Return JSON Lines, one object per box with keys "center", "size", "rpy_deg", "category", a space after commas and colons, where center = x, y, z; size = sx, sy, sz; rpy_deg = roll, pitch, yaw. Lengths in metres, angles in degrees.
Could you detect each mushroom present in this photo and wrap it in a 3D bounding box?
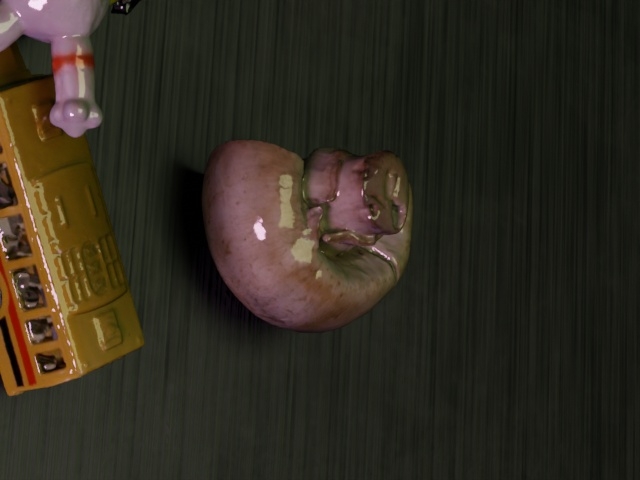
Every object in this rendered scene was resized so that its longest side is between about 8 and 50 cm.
{"center": [0.000, 0.000, 1.928], "size": [0.253, 0.195, 0.189], "rpy_deg": [6, 82, -48], "category": "mushroom"}

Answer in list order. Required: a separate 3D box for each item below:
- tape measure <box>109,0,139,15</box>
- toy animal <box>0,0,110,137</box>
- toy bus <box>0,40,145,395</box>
{"center": [-0.230, -0.303, 1.766], "size": [0.186, 0.112, 0.199], "rpy_deg": [-37, 117, -41], "category": "tape measure"}
{"center": [-0.228, -0.239, 1.615], "size": [0.140, 0.138, 0.282], "rpy_deg": [11, 96, -13], "category": "toy animal"}
{"center": [-0.263, -0.040, 1.654], "size": [0.121, 0.123, 0.336], "rpy_deg": [-25, 102, -51], "category": "toy bus"}
